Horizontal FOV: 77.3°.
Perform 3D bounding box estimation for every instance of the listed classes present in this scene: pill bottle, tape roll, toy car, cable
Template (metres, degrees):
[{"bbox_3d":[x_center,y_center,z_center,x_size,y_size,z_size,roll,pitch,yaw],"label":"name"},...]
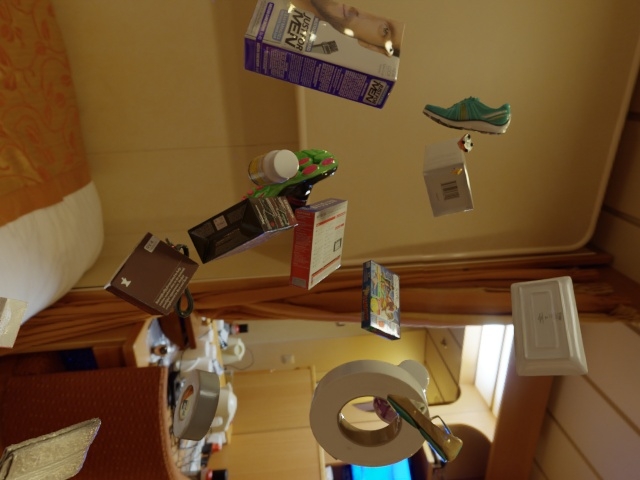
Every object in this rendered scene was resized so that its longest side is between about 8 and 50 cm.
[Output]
[{"bbox_3d":[-0.173,-0.265,1.464,0.209,0.119,0.119,2,-84,56],"label":"pill bottle"},{"bbox_3d":[0.157,0.571,1.310,0.072,0.393,0.391,-75,164,-70],"label":"tape roll"},{"bbox_3d":[0.425,-0.268,1.234,0.041,0.060,0.121,23,-99,51],"label":"toy car"},{"bbox_3d":[0.321,0.600,1.591,0.301,0.170,0.169,103,-14,-45],"label":"pill bottle"},{"bbox_3d":[-0.417,0.550,1.345,0.219,0.072,0.219,-40,-142,40],"label":"tape roll"},{"bbox_3d":[-0.490,0.121,1.361,0.139,0.072,0.287,-40,132,-37],"label":"cable"}]

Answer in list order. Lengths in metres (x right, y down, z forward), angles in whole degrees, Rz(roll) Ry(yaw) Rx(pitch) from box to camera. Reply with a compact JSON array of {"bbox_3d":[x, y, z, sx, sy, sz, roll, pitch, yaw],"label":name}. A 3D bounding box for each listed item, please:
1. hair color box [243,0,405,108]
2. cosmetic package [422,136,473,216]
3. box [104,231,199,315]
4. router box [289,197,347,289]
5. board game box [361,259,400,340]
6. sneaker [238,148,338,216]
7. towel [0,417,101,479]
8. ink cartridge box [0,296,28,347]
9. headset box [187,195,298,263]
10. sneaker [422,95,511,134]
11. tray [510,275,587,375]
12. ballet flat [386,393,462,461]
[{"bbox_3d":[0.011,-0.449,0.925,0.110,0.339,0.185,122,-19,-67],"label":"hair color box"},{"bbox_3d":[0.509,-0.263,1.599,0.365,0.155,0.196,-62,135,-60],"label":"cosmetic package"},{"bbox_3d":[-0.482,0.104,1.139,0.203,0.167,0.168,-16,-139,56],"label":"box"},{"bbox_3d":[0.000,0.000,1.603,0.335,0.082,0.300,-27,126,-63],"label":"router box"},{"bbox_3d":[0.177,0.173,1.158,0.035,0.136,0.201,-25,-133,41],"label":"board game box"},{"bbox_3d":[-0.126,-0.201,1.662,0.202,0.483,0.185,40,23,-46],"label":"sneaker"},{"bbox_3d":[-0.779,0.629,1.140,0.187,0.049,0.282,-64,158,5],"label":"towel"},{"bbox_3d":[-0.832,0.187,0.961,0.067,0.199,0.115,71,25,-71],"label":"ink cartridge box"},{"bbox_3d":[-0.215,-0.041,1.212,0.110,0.218,0.293,65,17,1],"label":"headset box"},{"bbox_3d":[0.478,-0.419,1.316,0.107,0.276,0.109,-31,133,-69],"label":"sneaker"},{"bbox_3d":[0.544,0.197,0.976,0.030,0.145,0.270,51,41,-33],"label":"tray"},{"bbox_3d":[0.280,0.487,1.080,0.232,0.073,0.080,37,-24,45],"label":"ballet flat"}]
